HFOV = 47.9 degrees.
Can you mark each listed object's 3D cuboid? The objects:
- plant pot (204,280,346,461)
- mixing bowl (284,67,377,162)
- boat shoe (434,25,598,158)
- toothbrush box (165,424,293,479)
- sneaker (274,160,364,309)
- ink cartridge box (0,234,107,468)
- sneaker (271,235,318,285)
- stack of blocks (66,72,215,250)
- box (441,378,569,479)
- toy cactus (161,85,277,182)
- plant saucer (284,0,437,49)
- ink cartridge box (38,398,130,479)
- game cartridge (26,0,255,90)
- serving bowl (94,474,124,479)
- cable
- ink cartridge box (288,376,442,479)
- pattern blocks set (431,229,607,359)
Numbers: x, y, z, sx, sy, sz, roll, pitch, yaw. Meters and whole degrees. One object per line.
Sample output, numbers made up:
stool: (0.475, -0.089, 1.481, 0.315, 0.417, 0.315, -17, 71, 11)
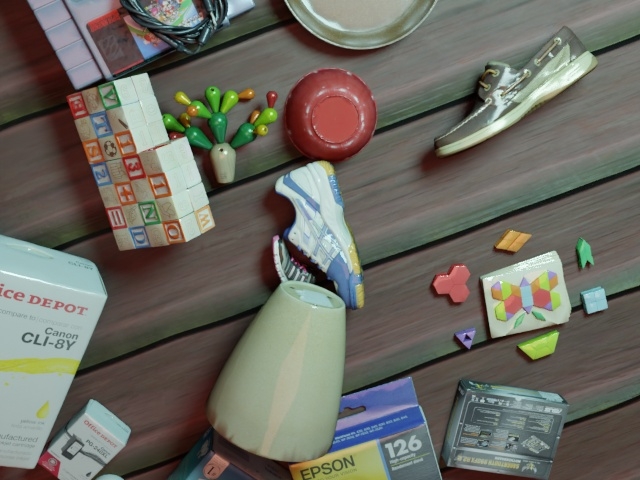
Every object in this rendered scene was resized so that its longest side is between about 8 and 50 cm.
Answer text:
plant pot: (-0.054, 0.225, 1.354, 0.257, 0.256, 0.273, 17, 103, -8)
mixing bowl: (0.024, -0.229, 1.338, 0.182, 0.098, 0.181, -1, 103, -5)
boat shoe: (0.344, -0.279, 1.349, 0.342, 0.123, 0.123, -33, 90, 4)
toothbrush box: (-0.225, 0.565, 1.493, 0.216, 0.126, 0.295, 36, 98, -12)
sneaker: (0.000, 0.000, 1.393, 0.131, 0.112, 0.296, -17, 94, 4)
ink cartridge box: (-0.598, 0.200, 1.315, 0.279, 0.160, 0.384, 19, 102, -32)
sneaker: (-0.045, 0.060, 1.421, 0.075, 0.063, 0.170, -20, 109, 1)
stack of blocks: (-0.321, -0.140, 1.296, 0.171, 0.087, 0.297, -7, 106, 32)
box: (0.393, 0.404, 1.540, 0.231, 0.056, 0.182, 9, 103, -6)
toy cactus: (-0.182, -0.194, 1.337, 0.219, 0.112, 0.180, -9, 114, -11)
plant saucer: (0.072, -0.504, 1.301, 0.311, 0.050, 0.310, -1, 104, -4)
ink cartridge box: (-0.480, 0.418, 1.470, 0.109, 0.063, 0.150, 43, 97, -12)
game cartridge: (-0.318, -0.435, 1.262, 0.355, 0.068, 0.230, -27, 100, -5)
serving bowl: (-0.447, 0.537, 1.520, 0.084, 0.027, 0.083, -1, 104, -5)
cable: (-0.251, -0.417, 1.225, 0.185, 0.047, 0.150, 34, 92, -14)
ink cartridge box: (0.094, 0.478, 1.530, 0.304, 0.072, 0.307, -17, 106, 0)
pattern blocks set: (0.422, 0.115, 1.488, 0.325, 0.026, 0.285, -27, 104, 2)
